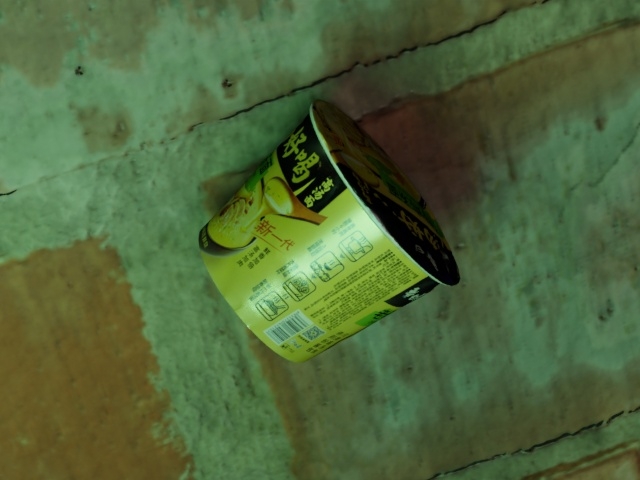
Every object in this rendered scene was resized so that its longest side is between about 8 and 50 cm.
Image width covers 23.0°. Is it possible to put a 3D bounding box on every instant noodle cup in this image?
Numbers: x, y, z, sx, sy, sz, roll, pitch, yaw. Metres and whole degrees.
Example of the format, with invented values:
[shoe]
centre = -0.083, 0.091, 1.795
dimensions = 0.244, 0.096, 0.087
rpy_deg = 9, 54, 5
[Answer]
[instant noodle cup]
centre = 0.000, 0.000, 1.030
dimensions = 0.122, 0.151, 0.151
rpy_deg = -37, 117, 13
